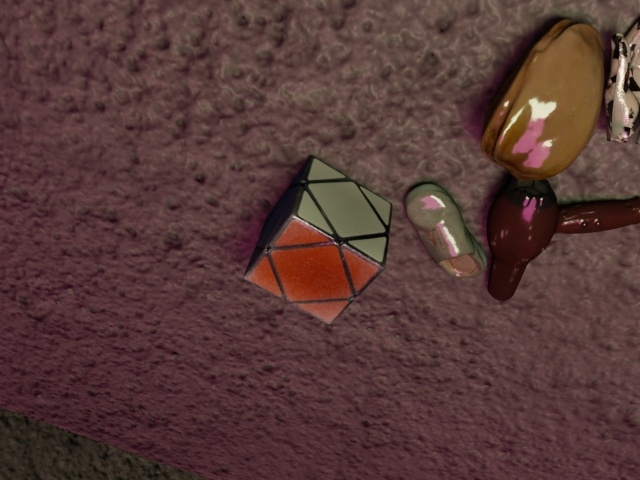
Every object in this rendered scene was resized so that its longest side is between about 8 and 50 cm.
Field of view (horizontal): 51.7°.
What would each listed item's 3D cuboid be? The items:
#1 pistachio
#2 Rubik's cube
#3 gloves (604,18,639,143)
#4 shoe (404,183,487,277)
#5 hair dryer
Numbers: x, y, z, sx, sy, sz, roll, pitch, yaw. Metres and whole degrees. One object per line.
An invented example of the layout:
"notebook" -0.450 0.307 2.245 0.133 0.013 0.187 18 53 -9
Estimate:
"pistachio" 0.378 -0.219 1.079 0.212 0.163 0.260 7 120 -46
"Rubik's cube" 0.000 0.000 1.298 0.207 0.205 0.205 28 129 -12
"gloves" 0.511 -0.260 1.045 0.127 0.111 0.212 8 101 12
"shoe" 0.251 0.002 1.311 0.103 0.100 0.251 -25 122 29
"hair dryer" 0.489 -0.008 1.270 0.340 0.123 0.313 -6 138 3
